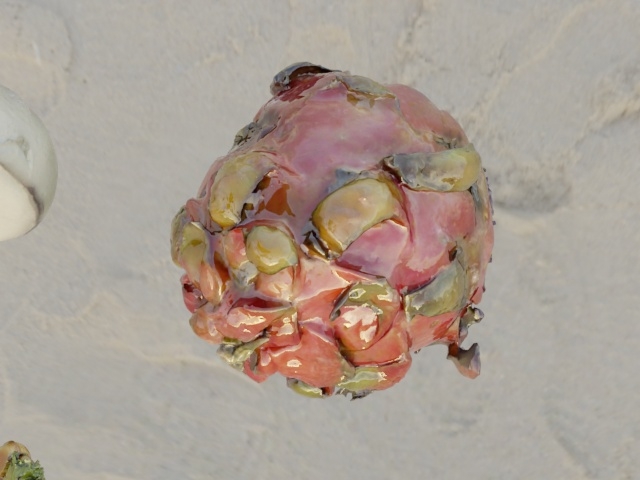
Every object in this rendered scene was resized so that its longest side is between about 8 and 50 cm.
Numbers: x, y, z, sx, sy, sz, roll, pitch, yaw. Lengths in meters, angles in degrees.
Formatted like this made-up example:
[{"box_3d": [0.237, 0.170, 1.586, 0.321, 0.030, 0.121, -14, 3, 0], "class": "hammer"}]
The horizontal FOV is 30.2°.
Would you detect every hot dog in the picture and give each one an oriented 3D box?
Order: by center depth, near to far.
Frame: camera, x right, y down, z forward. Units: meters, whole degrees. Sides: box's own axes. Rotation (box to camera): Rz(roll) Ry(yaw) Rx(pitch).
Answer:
[{"box_3d": [-0.143, 0.120, 0.536, 0.021, 0.083, 0.037, -3, 56, -44], "class": "hot dog"}]

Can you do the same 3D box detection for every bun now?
[{"box_3d": [-0.225, -0.064, 0.721, 0.138, 0.138, 0.094, 4, 59, 5], "class": "bun"}]

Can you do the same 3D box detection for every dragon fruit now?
[{"box_3d": [0.000, 0.000, 1.083, 0.314, 0.263, 0.296, 27, 114, 24], "class": "dragon fruit"}]
